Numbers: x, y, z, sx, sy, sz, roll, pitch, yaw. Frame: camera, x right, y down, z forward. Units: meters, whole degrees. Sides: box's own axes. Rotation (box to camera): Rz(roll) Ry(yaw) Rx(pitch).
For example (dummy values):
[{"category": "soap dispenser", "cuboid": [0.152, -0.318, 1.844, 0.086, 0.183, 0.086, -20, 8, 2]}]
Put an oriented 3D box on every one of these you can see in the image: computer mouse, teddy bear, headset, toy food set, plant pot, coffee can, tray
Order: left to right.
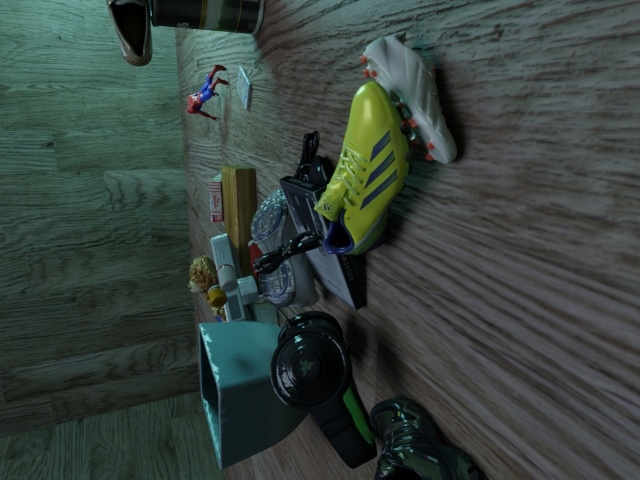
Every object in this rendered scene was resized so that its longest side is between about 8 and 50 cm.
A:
[{"category": "coffee can", "cuboid": [-0.305, -0.663, 1.146, 0.201, 0.275, 0.202, 174, 90, -67]}, {"category": "teddy bear", "cuboid": [-0.346, 0.211, 1.508, 0.338, 0.113, 0.245, 57, -179, -40]}, {"category": "tray", "cuboid": [-0.278, -0.045, 1.494, 0.202, 0.076, 0.412, -153, 59, -63]}, {"category": "toy food set", "cuboid": [-0.159, 0.070, 1.038, 0.111, 0.232, 0.105, 90, 160, -48]}, {"category": "plant pot", "cuboid": [-0.153, 0.351, 1.082, 0.247, 0.252, 0.248, -135, 44, -54]}, {"category": "computer mouse", "cuboid": [-0.016, -0.087, 0.898, 0.184, 0.060, 0.262, 108, 147, -42]}, {"category": "headset", "cuboid": [0.008, 0.189, 0.764, 0.395, 0.185, 0.243, 60, 180, -3]}]

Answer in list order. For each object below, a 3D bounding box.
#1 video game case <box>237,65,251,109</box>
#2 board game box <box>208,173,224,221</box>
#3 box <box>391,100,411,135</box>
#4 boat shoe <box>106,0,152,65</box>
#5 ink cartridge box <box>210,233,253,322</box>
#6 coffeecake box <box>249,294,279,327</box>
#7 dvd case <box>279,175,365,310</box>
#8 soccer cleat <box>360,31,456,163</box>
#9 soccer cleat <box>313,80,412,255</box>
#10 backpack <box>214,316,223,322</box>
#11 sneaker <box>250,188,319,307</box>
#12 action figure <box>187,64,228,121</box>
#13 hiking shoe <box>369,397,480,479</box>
[{"category": "video game case", "cuboid": [-0.242, -0.484, 1.377, 0.087, 0.011, 0.122, 107, 147, -42]}, {"category": "board game box", "cuboid": [-0.373, -0.164, 1.629, 0.193, 0.045, 0.147, -95, 6, -72]}, {"category": "box", "cuboid": [0.107, -0.190, 0.642, 0.067, 0.018, 0.084, 147, 114, -64]}, {"category": "boat shoe", "cuboid": [-0.484, -0.606, 1.101, 0.103, 0.113, 0.303, 32, 135, 60]}, {"category": "ink cartridge box", "cuboid": [-0.260, 0.151, 1.350, 0.239, 0.060, 0.276, 79, 174, -68]}, {"category": "coffeecake box", "cuboid": [-0.179, 0.268, 1.350, 0.142, 0.068, 0.186, 146, 116, -64]}, {"category": "dvd case", "cuboid": [0.000, 0.000, 0.825, 0.179, 0.029, 0.239, 30, 144, 62]}, {"category": "soccer cleat", "cuboid": [0.125, -0.187, 0.552, 0.196, 0.076, 0.068, 60, -177, 16]}, {"category": "soccer cleat", "cuboid": [0.050, -0.077, 0.609, 0.289, 0.121, 0.094, 89, 161, -50]}, {"category": "backpack", "cuboid": [-0.342, 0.286, 1.701, 0.101, 0.098, 0.120, 44, 143, 13]}, {"category": "sneaker", "cuboid": [-0.074, 0.020, 0.978, 0.110, 0.129, 0.298, -24, 59, 28]}, {"category": "action figure", "cuboid": [-0.417, -0.556, 1.686, 0.280, 0.138, 0.092, -21, 72, 43]}, {"category": "hiking shoe", "cuboid": [0.117, 0.304, 0.623, 0.226, 0.114, 0.086, -161, 67, -64]}]
